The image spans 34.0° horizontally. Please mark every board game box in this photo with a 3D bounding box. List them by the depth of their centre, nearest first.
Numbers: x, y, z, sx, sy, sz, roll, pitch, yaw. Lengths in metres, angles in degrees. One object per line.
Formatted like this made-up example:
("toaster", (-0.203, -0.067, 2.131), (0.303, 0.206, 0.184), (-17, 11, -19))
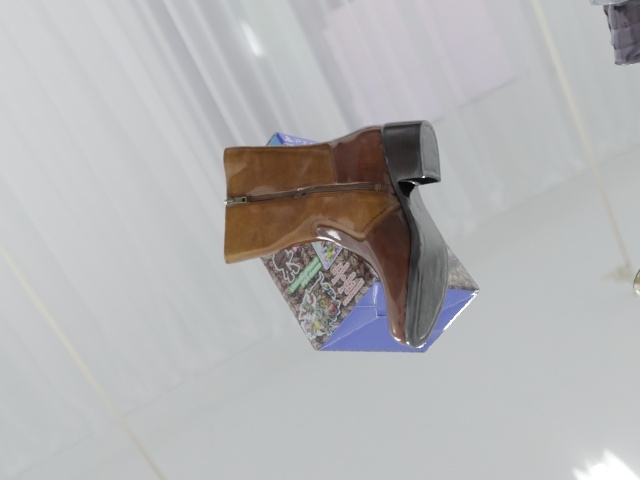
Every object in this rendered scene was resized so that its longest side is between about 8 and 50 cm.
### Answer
("board game box", (0.044, 0.007, 1.492), (0.141, 0.232, 0.291), (-52, -127, 27))

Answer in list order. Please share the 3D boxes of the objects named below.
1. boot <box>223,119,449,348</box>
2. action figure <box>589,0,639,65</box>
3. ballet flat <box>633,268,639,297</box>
("boot", (0.000, 0.000, 1.215), (0.280, 0.264, 0.096), (-7, 175, 27))
("action figure", (0.150, -0.248, 0.608), (0.099, 0.285, 0.185), (-29, -162, 2))
("ballet flat", (0.411, 0.049, 1.156), (0.173, 0.058, 0.049), (6, -165, -33))
